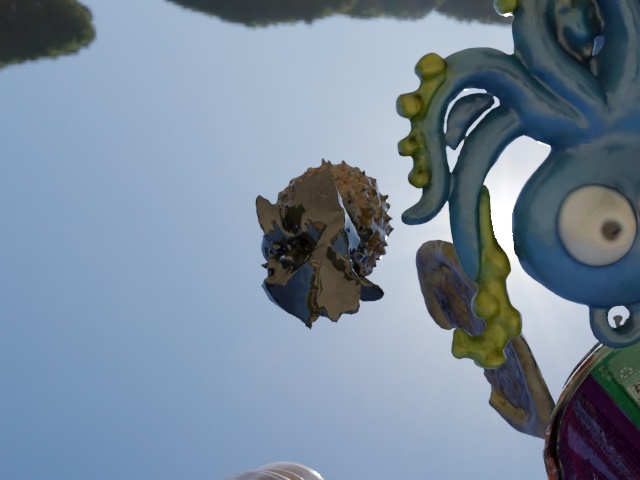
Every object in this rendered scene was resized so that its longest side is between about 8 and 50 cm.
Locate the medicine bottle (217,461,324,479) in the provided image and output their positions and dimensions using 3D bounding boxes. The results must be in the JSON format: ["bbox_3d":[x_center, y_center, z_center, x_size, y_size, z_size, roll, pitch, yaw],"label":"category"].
[{"bbox_3d":[-0.076,0.306,0.943,0.152,0.152,0.254,17,-173,18],"label":"medicine bottle"}]

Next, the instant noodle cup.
[{"bbox_3d":[0.325,0.196,0.749,0.251,0.251,0.190,-1,-157,-10],"label":"instant noodle cup"}]

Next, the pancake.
[{"bbox_3d":[0.167,0.098,0.978,0.029,0.212,0.235,-30,-113,-11],"label":"pancake"}]

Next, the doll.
[{"bbox_3d":[0.226,-0.084,0.705,0.346,0.341,0.099,-8,-167,-13],"label":"doll"}]

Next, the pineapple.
[{"bbox_3d":[0.000,0.000,0.744,0.119,0.111,0.237,45,-169,-5],"label":"pineapple"}]
